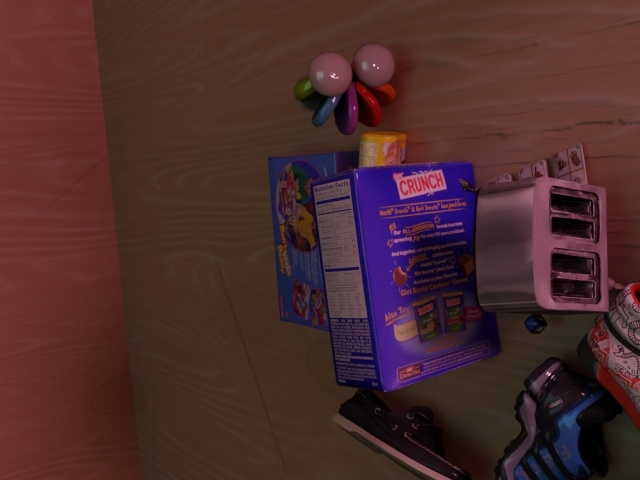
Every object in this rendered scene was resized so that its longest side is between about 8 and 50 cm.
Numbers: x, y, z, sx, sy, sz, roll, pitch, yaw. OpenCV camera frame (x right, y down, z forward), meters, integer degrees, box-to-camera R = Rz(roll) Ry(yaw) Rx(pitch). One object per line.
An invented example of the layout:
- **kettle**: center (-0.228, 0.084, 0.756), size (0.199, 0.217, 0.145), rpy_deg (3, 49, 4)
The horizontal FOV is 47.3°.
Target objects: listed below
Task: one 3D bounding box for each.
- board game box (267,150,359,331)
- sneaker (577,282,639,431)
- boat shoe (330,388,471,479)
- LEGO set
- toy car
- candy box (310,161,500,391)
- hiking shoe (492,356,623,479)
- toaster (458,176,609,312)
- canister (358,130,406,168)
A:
- **board game box**: center (0.000, 0.000, 1.463), size (0.233, 0.078, 0.347), rpy_deg (5, 101, 53)
- **sneaker**: center (0.441, 0.172, 0.883), size (0.270, 0.090, 0.145), rpy_deg (53, 138, 37)
- **boat shoe**: center (0.153, 0.341, 1.299), size (0.113, 0.127, 0.340), rpy_deg (-55, 27, -14)
- **LEGO set**: center (0.333, 0.006, 1.052), size (0.182, 0.060, 0.244), rpy_deg (-25, 65, 53)
- **toy car**: center (0.047, -0.252, 1.270), size (0.159, 0.182, 0.136), rpy_deg (162, 92, -72)
- **candy box**: center (0.134, 0.044, 1.127), size (0.122, 0.268, 0.317), rpy_deg (-6, 91, 51)
- **hiking shoe**: center (0.333, 0.322, 1.043), size (0.132, 0.113, 0.304), rpy_deg (26, 123, 39)
- **toaster**: center (0.277, 0.008, 0.928), size (0.110, 0.186, 0.168), rpy_deg (-11, 76, 57)
- **canister**: center (0.104, -0.101, 1.266), size (0.073, 0.126, 0.169), rpy_deg (7, 103, 17)
